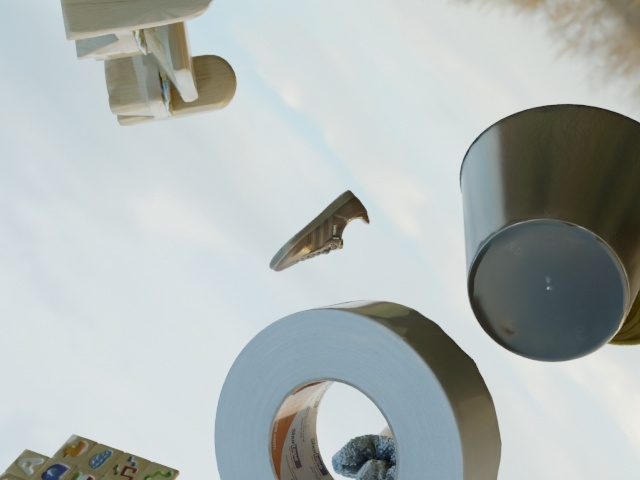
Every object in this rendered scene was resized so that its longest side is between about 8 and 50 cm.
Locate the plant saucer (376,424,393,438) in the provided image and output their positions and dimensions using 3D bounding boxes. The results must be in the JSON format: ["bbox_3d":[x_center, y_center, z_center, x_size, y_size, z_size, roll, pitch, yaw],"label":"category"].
[{"bbox_3d":[0.179,0.307,2.110,0.200,0.199,0.037,2,-90,-68],"label":"plant saucer"}]

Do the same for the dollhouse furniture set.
[{"bbox_3d":[-0.137,-0.356,1.432,0.362,0.256,0.394,90,171,-81],"label":"dollhouse furniture set"}]

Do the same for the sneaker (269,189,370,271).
[{"bbox_3d":[0.000,0.000,2.269,0.071,0.188,0.066,48,-179,-3],"label":"sneaker"}]

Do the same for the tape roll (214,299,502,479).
[{"bbox_3d":[0.026,0.157,1.049,0.219,0.219,0.072,52,-154,17],"label":"tape roll"}]

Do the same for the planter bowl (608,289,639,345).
[{"bbox_3d":[0.267,0.029,1.417,0.217,0.090,0.217,11,-123,-18],"label":"planter bowl"}]

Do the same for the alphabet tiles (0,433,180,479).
[{"bbox_3d":[-0.389,0.428,2.116,0.285,0.342,0.011,-49,-41,-38],"label":"alphabet tiles"}]

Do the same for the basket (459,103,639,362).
[{"bbox_3d":[0.204,-0.006,1.155,0.227,0.204,0.154,-62,-27,-62],"label":"basket"}]

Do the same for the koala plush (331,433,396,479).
[{"bbox_3d":[0.059,0.372,1.773,0.221,0.203,0.196,-24,-90,-32],"label":"koala plush"}]
